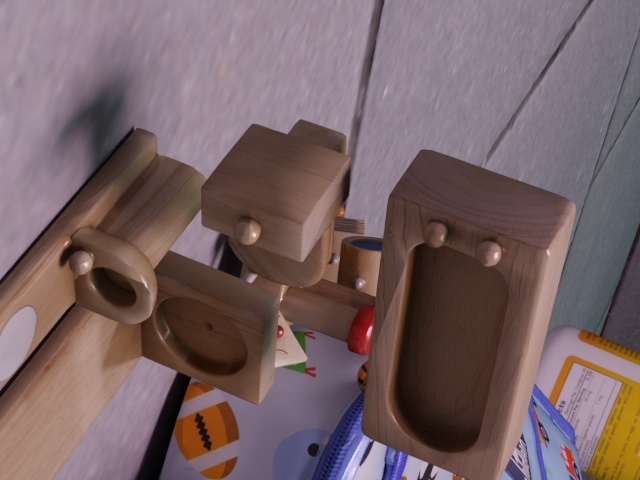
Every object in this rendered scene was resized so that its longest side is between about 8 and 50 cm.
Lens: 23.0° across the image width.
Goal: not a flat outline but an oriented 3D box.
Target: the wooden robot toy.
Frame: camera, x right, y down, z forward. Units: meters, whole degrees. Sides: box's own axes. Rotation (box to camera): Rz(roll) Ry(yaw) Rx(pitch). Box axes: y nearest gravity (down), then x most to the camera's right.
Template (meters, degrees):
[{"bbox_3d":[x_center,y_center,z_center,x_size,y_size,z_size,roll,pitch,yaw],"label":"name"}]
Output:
[{"bbox_3d":[0.000,0.000,0.680,0.173,0.076,0.079,-31,131,-68],"label":"wooden robot toy"}]

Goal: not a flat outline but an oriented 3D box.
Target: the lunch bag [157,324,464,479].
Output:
[{"bbox_3d":[-0.024,0.175,0.773,0.243,0.115,0.303,-21,131,-69],"label":"lunch bag"}]

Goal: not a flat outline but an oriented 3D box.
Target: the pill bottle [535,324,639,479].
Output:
[{"bbox_3d":[0.279,0.169,1.618,0.136,0.246,0.136,-60,164,-28],"label":"pill bottle"}]

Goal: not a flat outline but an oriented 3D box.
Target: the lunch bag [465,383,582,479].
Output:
[{"bbox_3d":[0.098,0.170,1.062,0.293,0.138,0.221,63,20,-52],"label":"lunch bag"}]

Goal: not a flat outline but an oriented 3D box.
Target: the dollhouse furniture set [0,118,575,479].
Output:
[{"bbox_3d":[-0.024,0.050,0.487,0.123,0.151,0.144,-55,160,-40],"label":"dollhouse furniture set"}]
